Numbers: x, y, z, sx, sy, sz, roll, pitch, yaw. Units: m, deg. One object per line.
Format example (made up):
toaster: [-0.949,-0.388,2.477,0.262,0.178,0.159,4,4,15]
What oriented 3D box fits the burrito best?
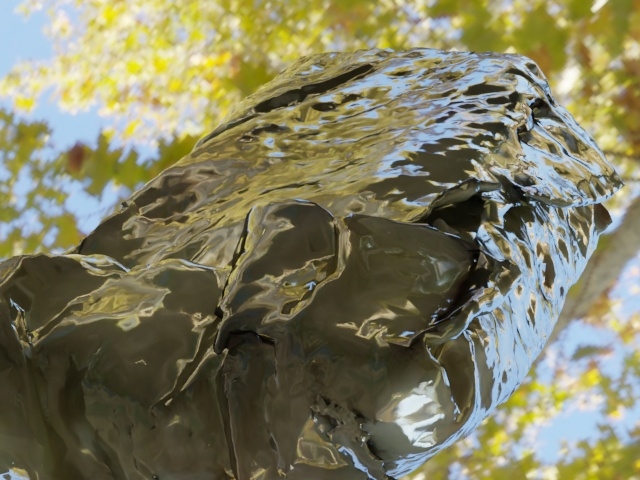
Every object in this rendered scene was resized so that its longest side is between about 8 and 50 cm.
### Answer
burrito: [0.013,0.000,0.502,0.348,0.175,0.107,-49,-41,-68]
